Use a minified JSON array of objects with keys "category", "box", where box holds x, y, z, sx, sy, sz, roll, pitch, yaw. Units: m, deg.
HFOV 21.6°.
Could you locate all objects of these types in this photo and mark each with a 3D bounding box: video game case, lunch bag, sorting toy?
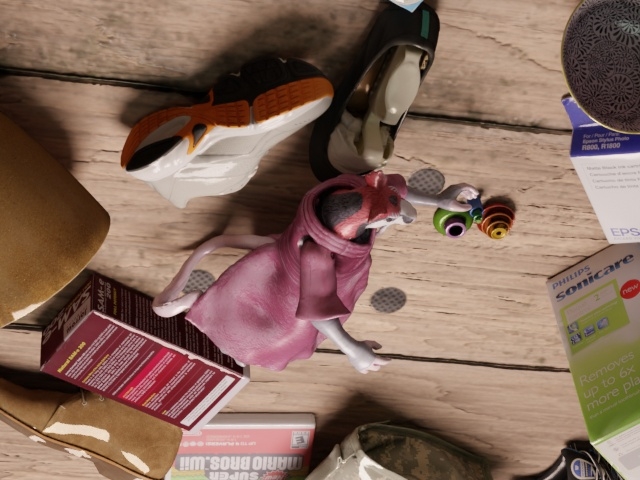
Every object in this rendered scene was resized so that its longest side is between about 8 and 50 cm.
[{"category":"video game case","box":[-0.121,0.348,2.379,0.204,0.025,0.285,1,132,-7]},{"category":"lunch bag","box":[0.076,0.377,2.325,0.287,0.169,0.235,26,118,-33]},{"category":"sorting toy","box":[0.191,-0.021,2.068,0.102,0.042,0.061,-6,132,-1]}]

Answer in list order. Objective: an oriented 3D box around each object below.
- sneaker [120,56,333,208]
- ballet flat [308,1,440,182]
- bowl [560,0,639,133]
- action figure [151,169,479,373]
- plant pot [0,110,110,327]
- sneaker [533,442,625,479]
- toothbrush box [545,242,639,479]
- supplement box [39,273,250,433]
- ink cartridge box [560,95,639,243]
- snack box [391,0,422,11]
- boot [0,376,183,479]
[{"category":"sneaker","box":[-0.092,-0.118,1.924,0.262,0.099,0.121,-20,139,21]},{"category":"ballet flat","box":[0.056,-0.147,1.902,0.095,0.096,0.280,10,130,-17]},{"category":"bowl","box":[0.334,-0.199,1.879,0.170,0.170,0.080,6,175,-12]},{"category":"action figure","box":[0.000,0.000,1.947,0.276,0.248,0.370,31,148,0]},{"category":"plant pot","box":[-0.399,-0.060,1.864,0.237,0.237,0.254,-24,116,15]},{"category":"sneaker","box":[0.413,0.356,2.380,0.330,0.129,0.147,-24,133,15]},{"category":"toothbrush box","box":[0.418,0.131,2.069,0.206,0.283,0.122,-30,128,20]},{"category":"supplement box","box":[-0.224,0.148,2.152,0.239,0.073,0.130,27,124,-28]},{"category":"ink cartridge box","box":[0.414,-0.087,1.979,0.223,0.045,0.224,-4,136,30]},{"category":"snack box","box":[0.019,-0.380,1.709,0.322,0.060,0.187,24,125,-26]},{"category":"boot","box":[-0.324,0.223,2.210,0.305,0.112,0.115,27,95,-19]}]
